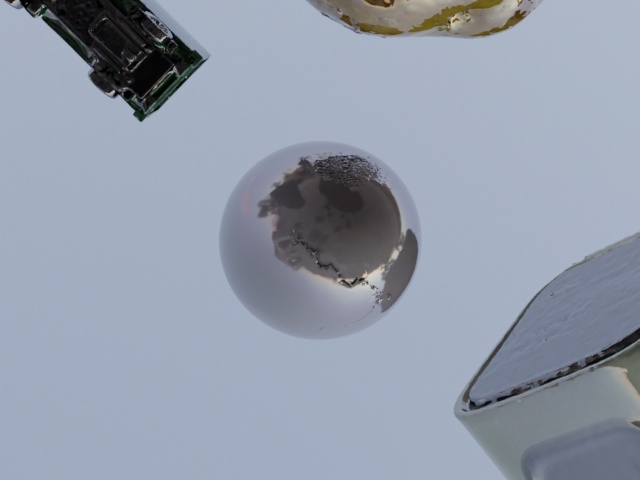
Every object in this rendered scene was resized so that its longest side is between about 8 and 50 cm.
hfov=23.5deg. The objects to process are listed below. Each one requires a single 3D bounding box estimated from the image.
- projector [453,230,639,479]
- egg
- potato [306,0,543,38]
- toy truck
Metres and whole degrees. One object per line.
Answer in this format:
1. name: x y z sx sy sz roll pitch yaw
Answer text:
1. projector: 0.301 0.146 1.304 0.249 0.248 0.248 51 -136 -9
2. egg: 0.000 0.000 1.124 0.146 0.198 0.146 0 -90 -10
3. potato: 0.014 -0.281 0.966 0.369 0.195 0.176 55 -158 23
4. toy truck: -0.150 -0.155 1.046 0.147 0.079 0.065 44 -79 -6
